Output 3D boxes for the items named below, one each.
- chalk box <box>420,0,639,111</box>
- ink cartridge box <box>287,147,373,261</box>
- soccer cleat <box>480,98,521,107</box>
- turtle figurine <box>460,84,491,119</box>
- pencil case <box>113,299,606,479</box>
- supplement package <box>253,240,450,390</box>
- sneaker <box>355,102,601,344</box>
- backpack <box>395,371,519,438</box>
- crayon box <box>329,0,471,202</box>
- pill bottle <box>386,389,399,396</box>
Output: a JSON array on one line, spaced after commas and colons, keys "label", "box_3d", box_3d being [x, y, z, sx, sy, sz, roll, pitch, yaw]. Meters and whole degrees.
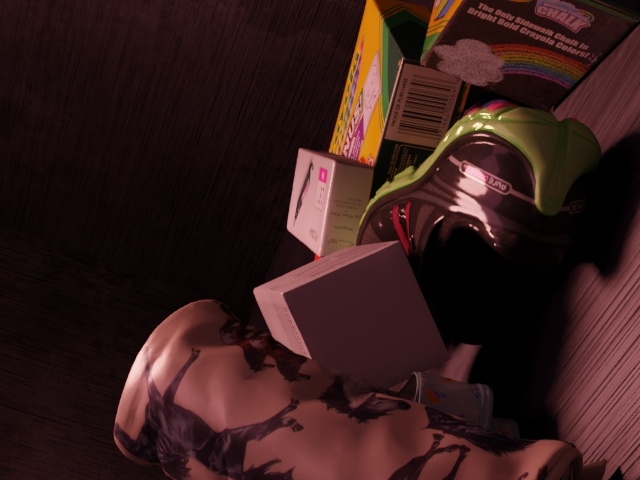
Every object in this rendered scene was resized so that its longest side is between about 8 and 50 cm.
[{"label": "chalk box", "box_3d": [0.254, -0.306, 1.232, 0.289, 0.180, 0.179, 127, 160, -64]}, {"label": "ink cartridge box", "box_3d": [0.000, 0.000, 1.535, 0.275, 0.060, 0.238, -143, 62, -77]}, {"label": "soccer cleat", "box_3d": [0.183, -0.043, 1.405, 0.121, 0.094, 0.289, -85, 16, -70]}, {"label": "turtle figurine", "box_3d": [0.204, -0.245, 1.680, 0.175, 0.118, 0.234, -71, 0, -83]}, {"label": "pencil case", "box_3d": [0.015, 0.176, 0.912, 0.184, 0.410, 0.159, -15, -62, -52]}, {"label": "supplement package", "box_3d": [0.026, 0.089, 1.202, 0.139, 0.134, 0.244, 67, 170, -3]}, {"label": "sneaker", "box_3d": [0.141, 0.025, 1.220, 0.483, 0.185, 0.202, 117, 168, -66]}, {"label": "backpack", "box_3d": [0.112, 0.216, 1.058, 0.188, 0.145, 0.165, 94, -170, -61]}, {"label": "crayon box", "box_3d": [0.091, -0.134, 1.599, 0.313, 0.106, 0.362, -105, 26, -62]}, {"label": "pill bottle", "box_3d": [0.047, 0.311, 1.278, 0.152, 0.152, 0.271, 139, 149, -76]}]
